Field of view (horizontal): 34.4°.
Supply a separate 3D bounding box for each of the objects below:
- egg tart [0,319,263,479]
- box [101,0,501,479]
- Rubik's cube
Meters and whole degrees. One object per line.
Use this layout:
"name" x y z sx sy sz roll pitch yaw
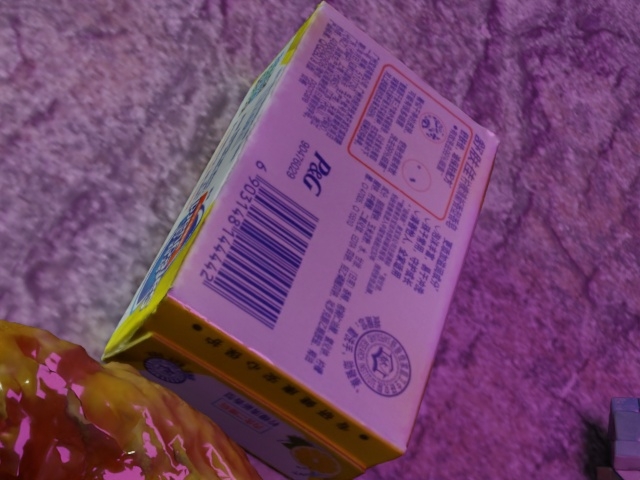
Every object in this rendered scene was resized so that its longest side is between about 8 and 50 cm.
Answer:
"egg tart" -0.149 0.199 0.397 0.352 0.150 0.352 19 51 -25
"box" 0.000 0.000 0.647 0.168 0.097 0.265 35 51 -17
"Rubik's cube" 0.243 0.164 0.758 0.084 0.075 0.073 -56 148 -41
